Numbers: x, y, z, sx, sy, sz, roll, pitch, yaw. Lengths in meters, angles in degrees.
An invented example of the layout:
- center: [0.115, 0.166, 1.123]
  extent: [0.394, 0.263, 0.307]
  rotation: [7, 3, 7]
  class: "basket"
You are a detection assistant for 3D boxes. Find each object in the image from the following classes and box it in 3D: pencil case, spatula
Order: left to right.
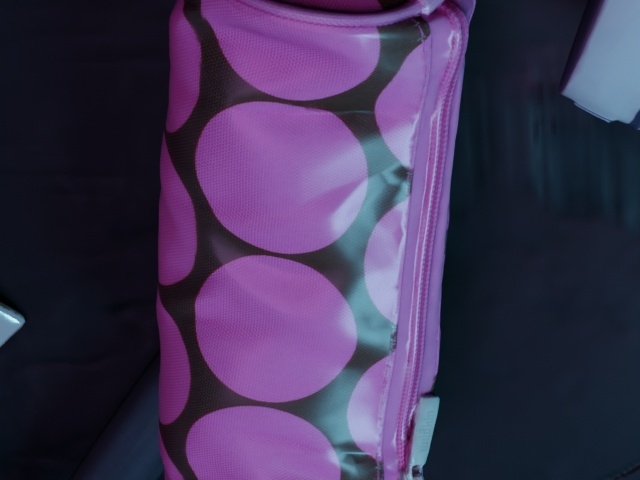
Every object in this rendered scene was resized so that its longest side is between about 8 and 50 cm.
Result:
- center: [-0.108, 0.128, 0.595]
  extent: [0.084, 0.030, 0.296]
  rotation: [36, 123, -3]
  class: "spatula"
- center: [0.000, 0.000, 0.451]
  extent: [0.098, 0.095, 0.209]
  rotation: [26, 127, 36]
  class: "pencil case"

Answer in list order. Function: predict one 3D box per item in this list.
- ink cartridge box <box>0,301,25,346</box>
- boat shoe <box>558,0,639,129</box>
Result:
- center: [-0.312, 0.041, 0.558]
  extent: [0.296, 0.066, 0.261]
  rotation: [-42, 125, 17]
  class: "ink cartridge box"
- center: [0.141, -0.129, 0.337]
  extent: [0.084, 0.095, 0.258]
  rotation: [22, 133, 3]
  class: "boat shoe"
